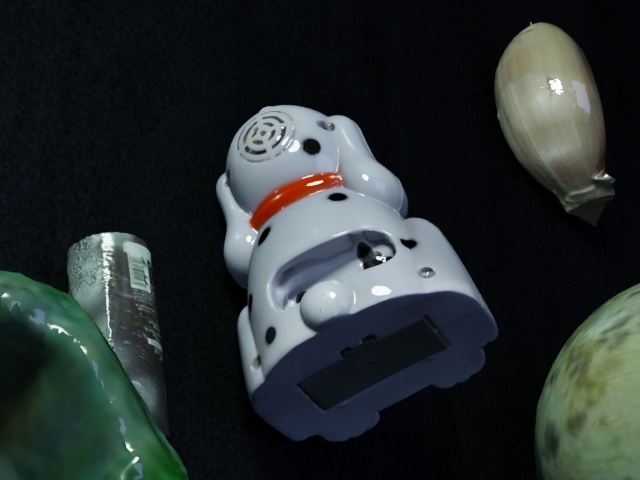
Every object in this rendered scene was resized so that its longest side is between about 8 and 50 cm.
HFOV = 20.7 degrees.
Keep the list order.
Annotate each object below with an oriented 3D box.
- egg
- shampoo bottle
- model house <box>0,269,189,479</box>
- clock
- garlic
[{"bbox_3d":[0.360,0.191,1.487,0.428,0.345,0.345,20,49,-38],"label":"egg"},{"bbox_3d":[-0.127,0.096,1.135,0.057,0.063,0.207,15,53,-37],"label":"shampoo bottle"},{"bbox_3d":[-0.230,0.208,0.663,0.343,0.335,0.382,8,49,-54],"label":"model house"},{"bbox_3d":[0.002,0.003,1.321,0.189,0.189,0.254,25,31,-43],"label":"clock"},{"bbox_3d":[0.238,-0.163,1.838,0.129,0.148,0.266,4,59,-11],"label":"garlic"}]
